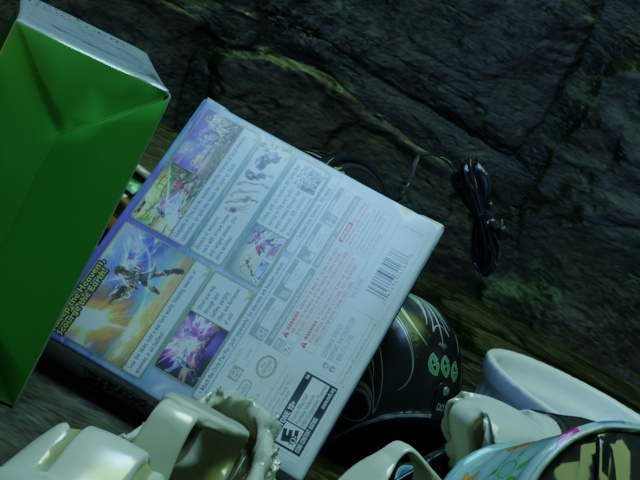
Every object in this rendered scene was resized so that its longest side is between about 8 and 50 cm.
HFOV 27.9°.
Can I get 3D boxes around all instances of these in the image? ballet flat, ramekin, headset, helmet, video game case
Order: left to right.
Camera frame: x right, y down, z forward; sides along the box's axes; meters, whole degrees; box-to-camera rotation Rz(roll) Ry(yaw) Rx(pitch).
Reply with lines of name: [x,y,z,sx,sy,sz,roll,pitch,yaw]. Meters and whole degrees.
ballet flat: [-0.118,0.147,0.683,0.147,0.147,0.409,30,9,12]
video game case: [-0.063,0.042,1.097,0.244,0.269,0.061,29,-28,5]
headset: [0.000,0.000,1.312,0.394,0.185,0.243,-18,12,-18]
helmet: [0.056,0.124,1.264,0.169,0.169,0.161,21,50,-40]
ballet flat: [0.087,0.164,0.839,0.280,0.096,0.095,-27,26,-26]
ramekin: [0.267,0.240,1.354,0.277,0.135,0.277,27,8,-4]

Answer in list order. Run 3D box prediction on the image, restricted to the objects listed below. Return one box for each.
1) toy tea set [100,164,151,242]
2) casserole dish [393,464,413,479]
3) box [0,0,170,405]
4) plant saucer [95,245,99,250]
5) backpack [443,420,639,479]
toy tea set: [-0.265,-0.023,1.444,0.336,0.124,0.200,28,-22,22]
casserole dish: [0.106,0.250,1.112,0.114,0.037,0.188,28,7,4]
box: [-0.233,-0.043,1.010,0.127,0.262,0.231,25,10,-18]
plant saucer: [-0.233,0.040,1.284,0.241,0.037,0.241,27,8,-4]
backpack: [0.130,0.220,0.612,0.225,0.253,0.191,25,-22,-17]
